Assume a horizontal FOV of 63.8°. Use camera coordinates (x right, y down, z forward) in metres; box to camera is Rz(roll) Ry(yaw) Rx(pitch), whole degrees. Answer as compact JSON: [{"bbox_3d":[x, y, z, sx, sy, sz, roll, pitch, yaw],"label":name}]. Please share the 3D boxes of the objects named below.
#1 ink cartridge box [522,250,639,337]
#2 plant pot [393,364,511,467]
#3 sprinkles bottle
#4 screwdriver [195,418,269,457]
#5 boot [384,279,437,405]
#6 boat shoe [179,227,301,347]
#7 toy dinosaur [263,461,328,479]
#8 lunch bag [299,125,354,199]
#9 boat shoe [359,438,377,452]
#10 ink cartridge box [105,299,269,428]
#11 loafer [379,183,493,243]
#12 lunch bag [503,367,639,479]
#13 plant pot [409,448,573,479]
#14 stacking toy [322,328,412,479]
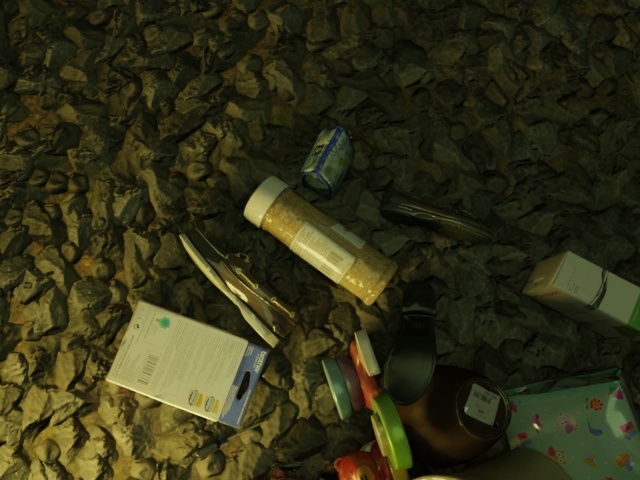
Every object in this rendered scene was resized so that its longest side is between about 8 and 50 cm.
[{"bbox_3d":[0.587,0.122,1.130,0.220,0.160,0.092,29,78,4],"label":"ink cartridge box"},{"bbox_3d":[0.273,0.340,1.023,0.216,0.230,0.215,3,67,-8],"label":"plant pot"},{"bbox_3d":[0.000,0.000,1.162,0.356,0.121,0.121,36,80,5],"label":"sprinkles bottle"},{"bbox_3d":[-0.192,0.430,1.129,0.170,0.025,0.024,-23,79,-14],"label":"screwdriver"},{"bbox_3d":[0.197,0.218,1.066,0.091,0.229,0.262,10,70,14],"label":"boot"},{"bbox_3d":[-0.180,0.088,1.147,0.097,0.116,0.324,-42,86,-13],"label":"boat shoe"},{"bbox_3d":[-0.113,0.575,1.058,0.322,0.164,0.218,-11,64,15],"label":"toy dinosaur"},{"bbox_3d":[0.017,-0.181,1.182,0.096,0.151,0.128,26,80,4],"label":"lunch bag"},{"bbox_3d":[0.151,0.441,1.119,0.142,0.040,0.049,-18,66,-6],"label":"boat shoe"},{"bbox_3d":[-0.286,0.271,1.132,0.312,0.065,0.185,19,79,5],"label":"ink cartridge box"},{"bbox_3d":[0.277,-0.067,1.198,0.268,0.096,0.084,16,73,4],"label":"loafer"},{"bbox_3d":[0.521,0.404,1.072,0.263,0.160,0.223,-22,79,28],"label":"lunch bag"},{"bbox_3d":[0.334,0.543,0.941,0.334,0.306,0.333,3,95,42],"label":"plant pot"},{"bbox_3d":[0.066,0.343,1.000,0.131,0.279,0.308,-17,59,-5],"label":"stacking toy"}]
